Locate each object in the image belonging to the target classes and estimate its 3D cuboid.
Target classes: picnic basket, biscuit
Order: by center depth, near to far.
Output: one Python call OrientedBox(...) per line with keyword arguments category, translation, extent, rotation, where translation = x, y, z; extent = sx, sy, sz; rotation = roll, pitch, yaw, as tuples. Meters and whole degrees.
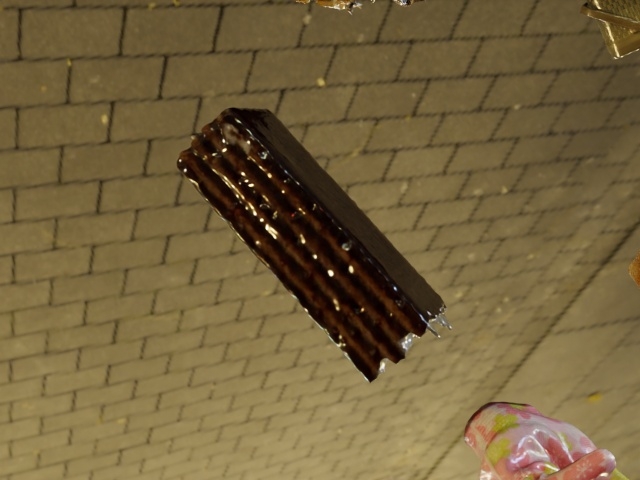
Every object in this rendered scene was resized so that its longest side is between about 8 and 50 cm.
OrientedBox(category="biscuit", translation=(0.000, 0.000, 0.790), extent=(0.070, 0.252, 0.106), rotation=(-44, 175, 16))
OrientedBox(category="picnic basket", translation=(0.562, -0.413, 1.583), extent=(0.267, 0.139, 0.165), rotation=(-23, -172, 24))

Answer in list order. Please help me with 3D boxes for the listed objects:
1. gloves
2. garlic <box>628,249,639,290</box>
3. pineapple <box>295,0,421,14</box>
OrientedBox(category="gloves", translation=(0.244, 0.250, 0.922), extent=(0.126, 0.241, 0.145), rotation=(-39, 133, 2))
OrientedBox(category="garlic", translation=(0.236, -0.001, 0.460), extent=(0.115, 0.128, 0.206), rotation=(4, 148, -2))
OrientedBox(category="pineapple", translation=(0.000, -0.432, 1.080), extent=(0.352, 0.300, 0.352), rotation=(13, 175, 1))
